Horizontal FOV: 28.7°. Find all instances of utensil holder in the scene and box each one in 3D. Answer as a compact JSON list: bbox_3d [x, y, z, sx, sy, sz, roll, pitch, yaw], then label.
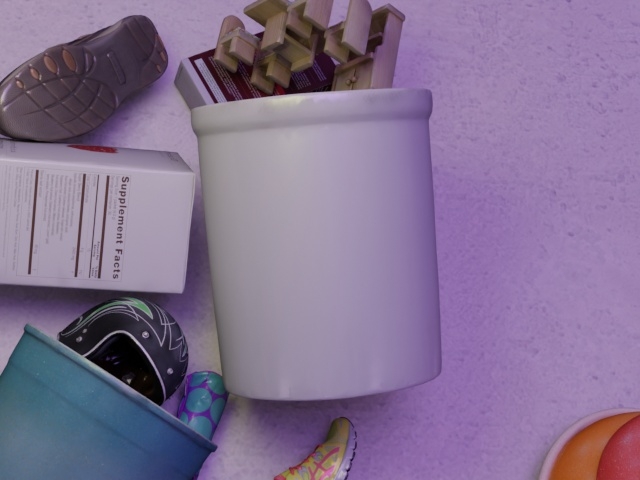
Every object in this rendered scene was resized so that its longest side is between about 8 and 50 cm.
[{"bbox_3d":[0.000,0.000,1.695,0.327,0.327,0.386,-5,93,-19],"label":"utensil holder"}]

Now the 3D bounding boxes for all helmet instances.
[{"bbox_3d":[-0.261,0.155,1.695,0.161,0.169,0.169,-20,70,-5],"label":"helmet"}]

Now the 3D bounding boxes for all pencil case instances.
[{"bbox_3d":[-0.179,0.257,1.730,0.070,0.064,0.152,30,58,-19],"label":"pencil case"}]

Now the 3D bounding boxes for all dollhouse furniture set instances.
[{"bbox_3d":[0.000,-0.321,1.915,0.242,0.212,0.161,29,59,-35],"label":"dollhouse furniture set"}]

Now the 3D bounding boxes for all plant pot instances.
[{"bbox_3d":[-0.304,0.276,1.471,0.271,0.272,0.255,33,79,1],"label":"plant pot"}]

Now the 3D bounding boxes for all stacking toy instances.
[{"bbox_3d":[0.530,0.331,1.668,0.350,0.480,0.351,7,63,-14],"label":"stacking toy"}]

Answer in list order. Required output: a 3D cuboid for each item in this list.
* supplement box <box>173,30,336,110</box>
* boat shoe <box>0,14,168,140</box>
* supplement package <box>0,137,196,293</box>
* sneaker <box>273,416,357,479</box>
[{"bbox_3d":[-0.098,-0.258,2.009,0.239,0.073,0.130,-23,75,-25],"label":"supplement box"},{"bbox_3d":[-0.370,-0.227,1.850,0.355,0.130,0.132,-37,111,-51],"label":"boat shoe"},{"bbox_3d":[-0.335,-0.038,1.730,0.292,0.177,0.175,4,102,-16],"label":"supplement package"},{"bbox_3d":[-0.014,0.330,1.735,0.094,0.081,0.209,22,58,2],"label":"sneaker"}]
